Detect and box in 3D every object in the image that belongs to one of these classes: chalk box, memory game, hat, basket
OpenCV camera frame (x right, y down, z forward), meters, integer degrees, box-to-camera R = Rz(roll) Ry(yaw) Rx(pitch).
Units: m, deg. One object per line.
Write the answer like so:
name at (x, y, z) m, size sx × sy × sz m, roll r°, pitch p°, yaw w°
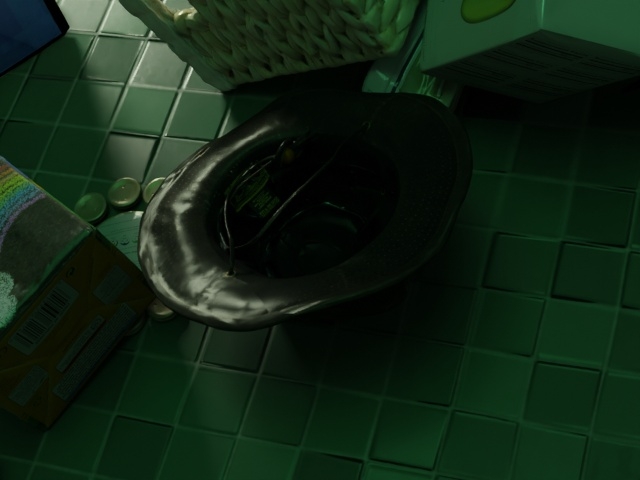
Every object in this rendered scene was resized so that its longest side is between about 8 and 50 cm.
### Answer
chalk box at (-0.333, 0.011, 1.326) m, size 0.289 × 0.179 × 0.180 m, roll 36°, pitch 81°, yaw 24°
memory game at (-0.193, 0.014, 1.410) m, size 0.186 × 0.012 × 0.186 m, roll -6°, pitch 58°, yaw 10°
hat at (0.000, 0.000, 1.297) m, size 0.331 × 0.134 × 0.331 m, roll -17°, pitch 39°, yaw 14°
basket at (-0.050, -0.375, 1.384) m, size 0.266 × 0.328 × 0.331 m, roll -1°, pitch 57°, yaw 40°

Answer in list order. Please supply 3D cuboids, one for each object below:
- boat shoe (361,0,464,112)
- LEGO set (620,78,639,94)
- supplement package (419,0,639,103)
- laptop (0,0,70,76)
boat shoe at (0.150, -0.238, 1.437) m, size 0.094 × 0.109 × 0.302 m, roll 28°, pitch 77°, yaw 9°
LEGO set at (0.442, -0.163, 1.285) m, size 0.255 × 0.192 × 0.331 m, roll -25°, pitch 40°, yaw -24°
supplement package at (0.212, -0.248, 1.297) m, size 0.149 × 0.203 × 0.194 m, roll 10°, pitch 81°, yaw -26°
laptop at (-0.377, -0.182, 1.444) m, size 0.137 × 0.234 × 0.264 m, roll -5°, pitch 57°, yaw 12°
